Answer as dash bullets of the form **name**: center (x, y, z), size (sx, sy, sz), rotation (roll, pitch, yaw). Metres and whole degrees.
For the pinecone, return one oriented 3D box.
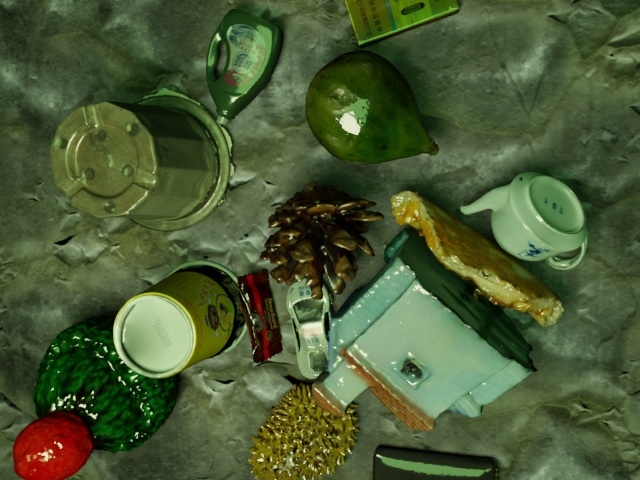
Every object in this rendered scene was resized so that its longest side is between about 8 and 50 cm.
- **pinecone**: center (-0.001, 0.003, 0.939), size (0.203, 0.229, 0.201), rotation (19, 86, -15)

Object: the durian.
- **durian**: center (-0.031, 0.399, 1.031), size (0.183, 0.138, 0.249), rotation (37, 94, 12)

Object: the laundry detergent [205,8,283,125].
- **laundry detergent**: center (-0.164, -0.330, 1.009), size (0.137, 0.063, 0.210), rotation (25, 101, 6)

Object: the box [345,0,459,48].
- **box**: center (0.146, -0.451, 0.965), size (0.193, 0.030, 0.121), rotation (-17, 93, 9)

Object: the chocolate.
- **chocolate**: center (-0.119, 0.152, 1.045), size (0.028, 0.086, 0.182), rotation (-11, 91, 45)

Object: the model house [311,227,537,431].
- **model house**: center (0.149, 0.204, 0.938), size (0.295, 0.252, 0.329), rotation (41, 107, 2)

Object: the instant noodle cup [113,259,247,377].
- **instant noodle cup**: center (-0.267, 0.152, 0.985), size (0.216, 0.236, 0.215), rotation (1, 93, 9)

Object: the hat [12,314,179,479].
- **hat**: center (-0.434, 0.300, 0.971), size (0.274, 0.332, 0.242), rotation (24, 106, 2)

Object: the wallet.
- **wallet**: center (0.228, 0.496, 1.043), size (0.250, 0.044, 0.149), rotation (4, 100, 8)

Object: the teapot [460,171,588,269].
- **teapot**: center (0.374, -0.026, 0.928), size (0.232, 0.159, 0.159), rotation (31, 99, -5)

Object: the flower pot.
- **flower pot**: center (-0.335, -0.146, 0.952), size (0.291, 0.259, 0.290), rotation (1, 97, 10)

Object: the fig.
- **fig**: center (0.099, -0.221, 0.915), size (0.245, 0.195, 0.195), rotation (26, 99, 14)

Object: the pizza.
- **pizza**: center (0.274, 0.036, 0.917), size (0.365, 0.182, 0.074), rotation (34, 117, -2)

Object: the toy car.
- **toy car**: center (-0.014, 0.177, 1.040), size (0.095, 0.056, 0.204), rotation (-10, 95, 11)
